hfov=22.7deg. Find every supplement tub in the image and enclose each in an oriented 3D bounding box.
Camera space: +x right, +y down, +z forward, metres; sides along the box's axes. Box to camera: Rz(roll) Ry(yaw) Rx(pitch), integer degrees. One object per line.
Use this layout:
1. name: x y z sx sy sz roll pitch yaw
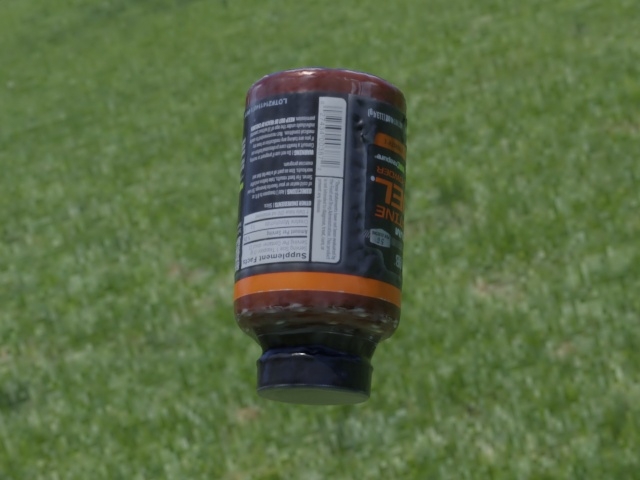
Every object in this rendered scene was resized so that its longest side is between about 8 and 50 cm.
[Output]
1. supplement tub: 0.000 0.000 0.987 0.106 0.198 0.106 2 -13 1
